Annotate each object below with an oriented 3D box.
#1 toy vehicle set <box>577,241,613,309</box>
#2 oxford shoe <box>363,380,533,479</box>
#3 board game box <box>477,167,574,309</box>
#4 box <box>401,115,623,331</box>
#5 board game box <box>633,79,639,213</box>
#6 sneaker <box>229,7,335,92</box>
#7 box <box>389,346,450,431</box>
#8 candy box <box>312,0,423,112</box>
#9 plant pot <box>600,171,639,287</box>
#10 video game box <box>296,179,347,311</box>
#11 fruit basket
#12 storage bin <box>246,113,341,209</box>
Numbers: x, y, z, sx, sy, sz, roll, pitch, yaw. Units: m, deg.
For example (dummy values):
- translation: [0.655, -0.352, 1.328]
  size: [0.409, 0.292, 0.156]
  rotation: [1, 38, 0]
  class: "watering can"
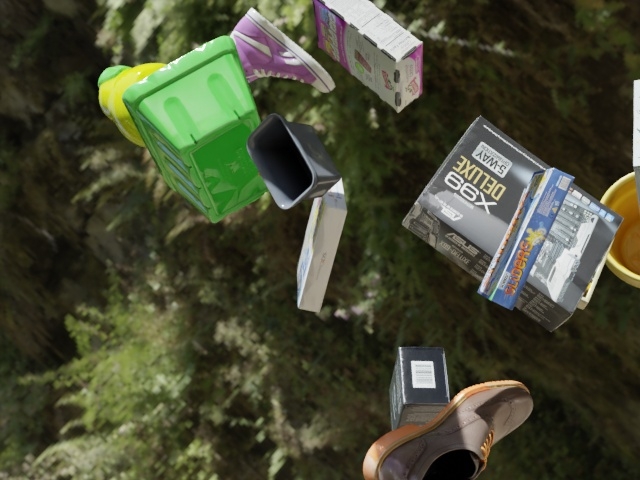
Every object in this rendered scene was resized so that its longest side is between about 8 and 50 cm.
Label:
- translation: [0.431, 0.011, 1.974]
  size: [0.035, 0.267, 0.166]
  rotation: [97, -161, -60]
  class: "toy vehicle set"
- translation: [0.252, 0.354, 1.702]
  size: [0.364, 0.133, 0.130]
  rotation: [-23, -61, -30]
  class: "oxford shoe"
- translation: [0.290, -0.003, 1.413]
  size: [0.136, 0.035, 0.201]
  rotation: [-43, -22, -89]
  class: "board game box"
- translation: [0.323, -0.032, 1.654]
  size: [0.242, 0.307, 0.076]
  rotation: [-51, -4, -35]
  class: "box"
- translation: [0.624, -0.128, 1.794]
  size: [0.303, 0.098, 0.224]
  rotation: [-70, -31, -50]
  class: "board game box"
- translation: [-0.108, -0.424, 2.449]
  size: [0.161, 0.282, 0.102]
  rotation: [-52, 3, 6]
  class: "sneaker"
- translation: [0.227, 0.364, 2.305]
  size: [0.207, 0.108, 0.153]
  rotation: [95, 175, -53]
  class: "box"
- translation: [0.091, -0.372, 1.883]
  size: [0.071, 0.233, 0.159]
  rotation: [-39, -24, -15]
  class: "candy box"
- translation: [0.736, -0.005, 2.174]
  size: [0.254, 0.254, 0.239]
  rotation: [-50, -23, 1]
  class: "plant pot"
- translation: [0.000, 0.000, 1.816]
  size: [0.187, 0.048, 0.205]
  rotation: [-89, 13, -68]
  class: "video game box"
- translation: [-0.276, -0.259, 2.026]
  size: [0.283, 0.392, 0.392]
  rotation: [-30, -12, -8]
  class: "fruit basket"
- translation: [-0.037, -0.116, 1.507]
  size: [0.098, 0.135, 0.091]
  rotation: [-42, -22, 33]
  class: "storage bin"
